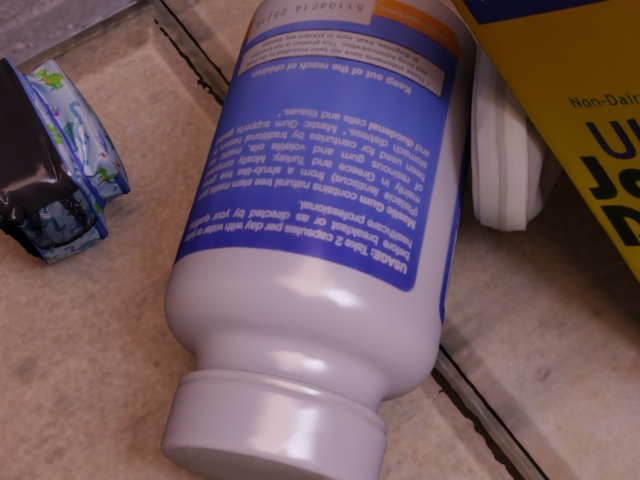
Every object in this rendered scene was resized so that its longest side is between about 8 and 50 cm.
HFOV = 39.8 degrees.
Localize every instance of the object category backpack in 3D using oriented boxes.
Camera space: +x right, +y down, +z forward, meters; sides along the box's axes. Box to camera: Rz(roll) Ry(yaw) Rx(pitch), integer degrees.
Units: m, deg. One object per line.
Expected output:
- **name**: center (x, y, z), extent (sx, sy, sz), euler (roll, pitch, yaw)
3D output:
- **backpack**: center (-0.166, -0.043, 0.534), extent (0.084, 0.114, 0.105), euler (-29, 72, -15)

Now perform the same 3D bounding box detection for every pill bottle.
- **pill bottle**: center (0.000, 0.000, 0.499), extent (0.152, 0.152, 0.272), euler (12, 66, 4)

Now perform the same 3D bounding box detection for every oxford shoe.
- **oxford shoe**: center (0.203, -0.187, 0.568), extent (0.130, 0.169, 0.449), euler (18, 56, 20)

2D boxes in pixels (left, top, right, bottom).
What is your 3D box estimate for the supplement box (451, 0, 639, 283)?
- **supplement box**: center (0.250, -0.079, 0.421), extent (0.356, 0.194, 0.195), euler (48, 67, -26)
